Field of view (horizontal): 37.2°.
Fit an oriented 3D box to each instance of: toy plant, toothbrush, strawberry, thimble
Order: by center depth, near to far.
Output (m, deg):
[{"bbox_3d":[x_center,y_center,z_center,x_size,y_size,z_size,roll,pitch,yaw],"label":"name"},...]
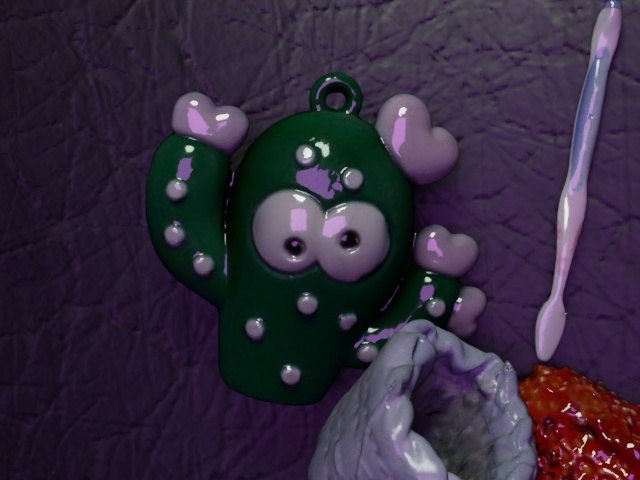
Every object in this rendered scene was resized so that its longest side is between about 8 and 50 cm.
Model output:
[{"bbox_3d":[0.070,0.142,0.640,0.127,0.151,0.118,27,128,-13],"label":"thimble"},{"bbox_3d":[0.225,0.215,0.650,0.188,0.106,0.286,-42,81,7],"label":"strawberry"},{"bbox_3d":[-0.005,-0.002,0.695,0.232,0.112,0.243,-13,103,0],"label":"toy plant"},{"bbox_3d":[0.189,-0.043,0.701,0.021,0.027,0.269,11,92,-5],"label":"toothbrush"}]
